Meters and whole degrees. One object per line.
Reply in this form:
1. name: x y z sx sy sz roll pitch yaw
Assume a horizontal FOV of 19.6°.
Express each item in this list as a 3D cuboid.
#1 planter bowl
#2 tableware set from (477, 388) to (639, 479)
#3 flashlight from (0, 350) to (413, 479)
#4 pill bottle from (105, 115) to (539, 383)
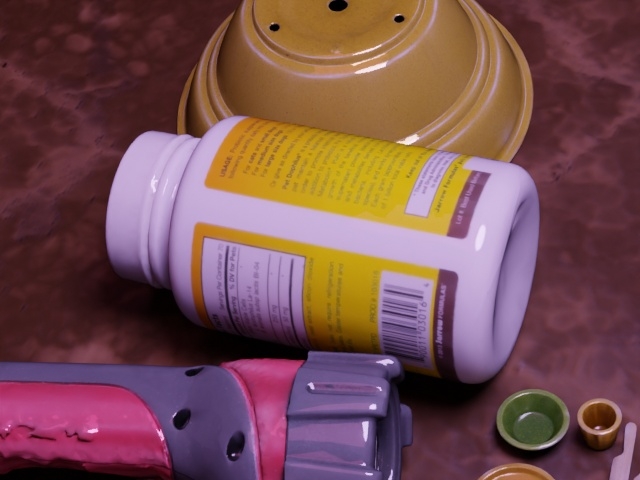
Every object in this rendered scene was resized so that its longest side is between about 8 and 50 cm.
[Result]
1. planter bowl: 0.014 -0.111 1.089 0.217 0.090 0.217 -5 50 6
2. tableware set: 0.120 0.140 0.906 0.104 0.024 0.154 7 52 15
3. flashlight: -0.110 0.104 0.927 0.304 0.103 0.103 0 78 11
4. pill bottle: 0.000 0.000 0.981 0.215 0.117 0.117 11 53 17
